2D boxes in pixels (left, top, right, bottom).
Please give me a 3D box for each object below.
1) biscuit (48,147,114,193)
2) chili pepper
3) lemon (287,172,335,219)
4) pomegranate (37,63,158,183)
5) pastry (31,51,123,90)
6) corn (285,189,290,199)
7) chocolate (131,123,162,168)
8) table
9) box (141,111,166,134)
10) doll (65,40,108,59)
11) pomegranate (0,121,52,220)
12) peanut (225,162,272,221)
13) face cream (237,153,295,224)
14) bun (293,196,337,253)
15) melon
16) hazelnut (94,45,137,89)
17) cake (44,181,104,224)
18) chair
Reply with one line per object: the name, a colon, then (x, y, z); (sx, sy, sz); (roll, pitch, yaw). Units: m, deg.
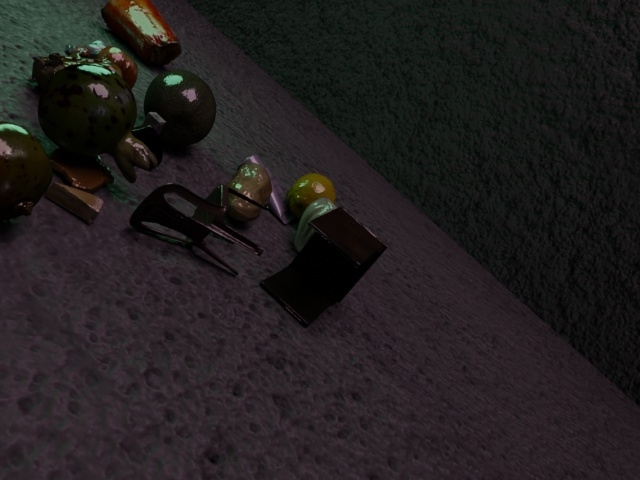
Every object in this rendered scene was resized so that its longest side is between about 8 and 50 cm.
biscuit: (-0.602, -0.188, 1.370); (0.162, 0.035, 0.250); (26, 24, -32)
chili pepper: (-0.754, -0.882, 2.327); (0.305, 0.229, 0.251); (55, -15, 7)
lemon: (-0.033, -0.157, 1.988); (0.180, 0.181, 0.193); (30, 17, -21)
pomegranate: (-0.552, -0.281, 1.338); (0.306, 0.242, 0.242); (60, 25, 9)
pastry: (-0.702, -0.487, 1.594); (0.257, 0.121, 0.235); (20, 25, 34)
corn: (-0.040, -0.144, 2.141); (0.231, 0.080, 0.080); (15, 31, -37)
chocolate: (-0.534, -0.289, 1.590); (0.148, 0.125, 0.080); (17, 13, -35)
table: (0.017, 0.069, 1.566); (0.196, 0.251, 0.282); (43, 21, 7)
box: (-0.527, -0.334, 1.671); (0.050, 0.117, 0.036); (40, 24, 9)
doll: (-0.824, -0.679, 1.949); (0.094, 0.079, 0.180); (23, 26, 31)
pomegranate: (-0.618, -0.158, 1.018); (0.198, 0.246, 0.198); (-5, 7, 1)
peanut: (-0.237, -0.155, 1.764); (0.149, 0.149, 0.313); (35, 22, -9)
face cream: (-0.187, -0.180, 1.974); (0.274, 0.096, 0.154); (52, 18, -2)
bun: (0.000, 0.000, 1.814); (0.263, 0.175, 0.263); (61, -10, 18)
melon: (-0.471, -0.449, 1.824); (0.237, 0.237, 0.302); (26, 22, -29)
hazelnut: (-0.701, -0.577, 1.857); (0.150, 0.150, 0.150); (33, 22, -15)
cake: (-0.555, -0.088, 1.223); (0.121, 0.052, 0.065); (26, 27, -32)
chair: (-0.311, -0.064, 1.411); (0.326, 0.175, 0.183); (33, 30, -31)
